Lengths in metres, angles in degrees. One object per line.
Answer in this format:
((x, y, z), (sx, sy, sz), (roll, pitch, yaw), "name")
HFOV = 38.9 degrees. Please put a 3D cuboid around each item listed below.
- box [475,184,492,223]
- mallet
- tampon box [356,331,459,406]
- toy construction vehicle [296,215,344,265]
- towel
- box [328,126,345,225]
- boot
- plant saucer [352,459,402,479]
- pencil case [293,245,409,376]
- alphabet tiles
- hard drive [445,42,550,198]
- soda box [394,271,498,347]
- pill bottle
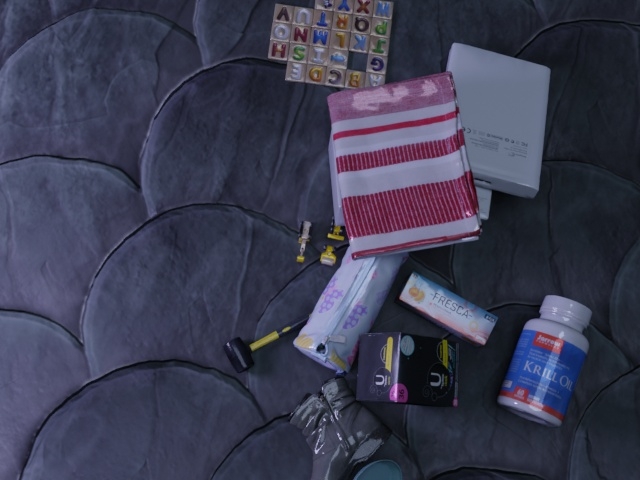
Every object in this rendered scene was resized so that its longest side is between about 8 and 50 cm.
((0.262, -0.077, 1.714), (0.102, 0.101, 0.087), (10, 77, -3), "box")
((-0.082, 0.185, 1.673), (0.190, 0.039, 0.062), (-20, 80, -12), "mallet")
((0.156, 0.230, 1.607), (0.161, 0.101, 0.120), (13, 76, -41), "tampon box")
((0.000, 0.000, 1.717), (0.086, 0.035, 0.098), (9, 71, -4), "toy construction vehicle")
((0.146, -0.139, 1.618), (0.237, 0.037, 0.329), (-10, 69, 8), "towel")
((0.087, -0.123, 1.702), (0.130, 0.091, 0.170), (-2, 69, -5), "box")
((-0.004, 0.370, 1.628), (0.161, 0.083, 0.246), (43, 73, 12), "boot")
((0.093, 0.439, 1.614), (0.119, 0.021, 0.119), (-13, 115, -31), "plant saucer")
((0.056, 0.106, 1.652), (0.113, 0.124, 0.273), (24, 76, 23), "pencil case")
((0.020, -0.401, 1.808), (0.237, 0.009, 0.198), (7, 79, -3), "alphabet tiles")
((0.326, -0.233, 1.726), (0.203, 0.040, 0.307), (15, 57, -1), "hard drive")
((0.233, 0.129, 1.693), (0.183, 0.058, 0.063), (29, 78, 1), "soda box")
((0.415, 0.218, 1.656), (0.124, 0.124, 0.221), (23, 78, 0), "pill bottle")
